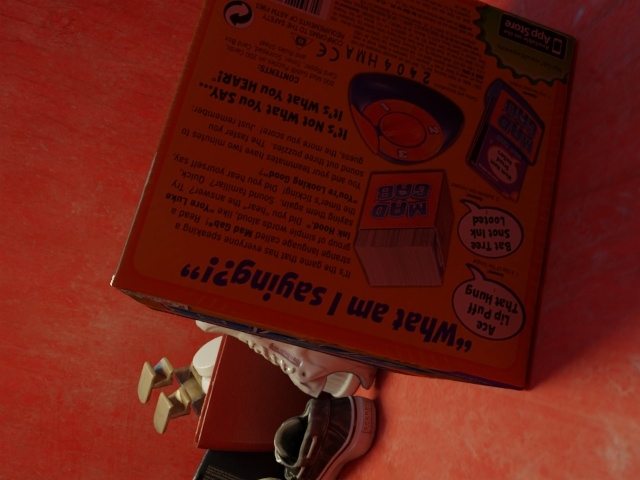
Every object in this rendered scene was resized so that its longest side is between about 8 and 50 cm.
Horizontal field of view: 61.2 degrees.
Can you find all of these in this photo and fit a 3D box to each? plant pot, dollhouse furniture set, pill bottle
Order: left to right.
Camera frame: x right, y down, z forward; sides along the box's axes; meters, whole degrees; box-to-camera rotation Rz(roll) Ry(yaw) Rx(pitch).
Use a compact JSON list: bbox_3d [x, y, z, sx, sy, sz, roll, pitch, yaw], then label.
[{"bbox_3d":[-0.369,0.588,1.808,0.394,0.362,0.256,45,125,37],"label":"dollhouse furniture set"},{"bbox_3d":[-0.228,0.410,1.496,0.162,0.162,0.278,-97,-16,-67],"label":"pill bottle"},{"bbox_3d":[-0.113,0.316,1.138,0.267,0.235,0.267,126,158,-67],"label":"plant pot"}]

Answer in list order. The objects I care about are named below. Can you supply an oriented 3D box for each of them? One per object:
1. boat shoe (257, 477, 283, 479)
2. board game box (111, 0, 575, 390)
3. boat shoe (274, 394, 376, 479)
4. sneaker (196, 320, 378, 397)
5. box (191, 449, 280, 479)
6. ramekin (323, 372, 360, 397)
[{"bbox_3d":[-0.199,0.656,1.103,0.500,0.186,0.156,-62,14,17],"label":"boat shoe"},{"bbox_3d":[0.012,-0.054,0.639,0.356,0.356,0.356,141,144,-74],"label":"board game box"},{"bbox_3d":[-0.018,0.334,0.904,0.335,0.119,0.121,115,167,-45],"label":"boat shoe"},{"bbox_3d":[-0.050,0.161,0.845,0.114,0.305,0.152,78,-162,-75],"label":"sneaker"},{"bbox_3d":[-0.210,0.578,1.319,0.294,0.182,0.296,-70,3,-58],"label":"box"},{"bbox_3d":[0.016,0.178,0.999,0.207,0.109,0.207,-165,90,-81],"label":"ramekin"}]
